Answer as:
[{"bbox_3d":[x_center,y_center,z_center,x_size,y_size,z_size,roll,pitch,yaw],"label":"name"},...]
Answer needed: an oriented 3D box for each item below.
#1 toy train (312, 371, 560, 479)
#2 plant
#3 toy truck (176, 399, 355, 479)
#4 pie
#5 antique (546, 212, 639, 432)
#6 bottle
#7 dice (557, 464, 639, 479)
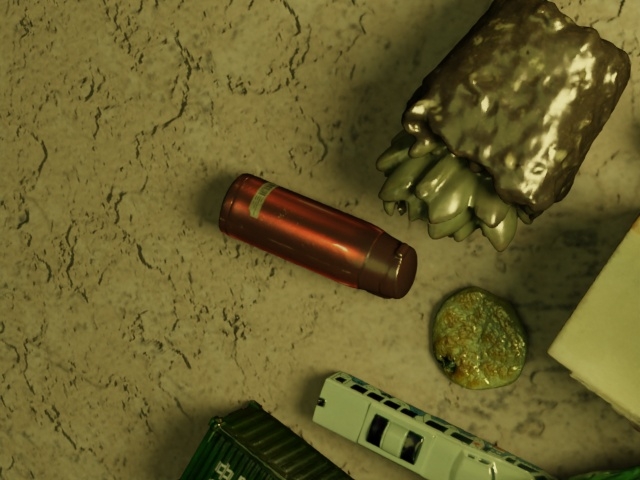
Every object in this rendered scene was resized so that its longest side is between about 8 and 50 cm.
[{"bbox_3d":[0.093,0.168,0.977,0.207,0.047,0.043,23,105,20],"label":"toy train"},{"bbox_3d":[0.132,-0.079,0.890,0.132,0.129,0.194,38,105,15],"label":"plant"},{"bbox_3d":[-0.002,0.261,1.006,0.259,0.088,0.121,36,108,17],"label":"toy truck"},{"bbox_3d":[0.125,0.078,0.969,0.085,0.017,0.085,3,97,24],"label":"pie"},{"bbox_3d":[0.265,0.058,0.841,0.152,0.146,0.148,34,104,16],"label":"antique"},{"bbox_3d":[0.000,0.000,0.994,0.164,0.060,0.060,23,104,19],"label":"bottle"},{"bbox_3d":[0.213,0.327,0.790,0.297,0.287,0.300,-15,100,30],"label":"dice"}]
